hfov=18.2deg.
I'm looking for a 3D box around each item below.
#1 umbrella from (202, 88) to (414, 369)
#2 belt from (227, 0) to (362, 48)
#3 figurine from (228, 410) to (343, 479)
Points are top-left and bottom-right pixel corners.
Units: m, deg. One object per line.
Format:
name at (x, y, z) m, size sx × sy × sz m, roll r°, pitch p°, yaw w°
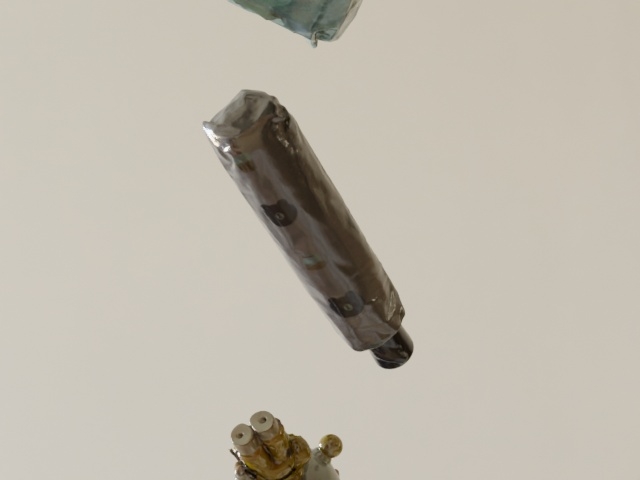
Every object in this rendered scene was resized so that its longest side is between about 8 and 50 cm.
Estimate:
umbrella at (0.000, 0.000, 1.761) m, size 0.073 × 0.067 × 0.337 m, roll -34°, pitch -51°, yaw -2°
belt at (-0.003, -0.283, 1.523) m, size 0.150 × 0.257 × 0.207 m, roll 20°, pitch -15°, yaw -3°
figurine at (-0.024, 0.187, 1.590) m, size 0.101 × 0.068 × 0.143 m, roll -16°, pitch -48°, yaw -21°
